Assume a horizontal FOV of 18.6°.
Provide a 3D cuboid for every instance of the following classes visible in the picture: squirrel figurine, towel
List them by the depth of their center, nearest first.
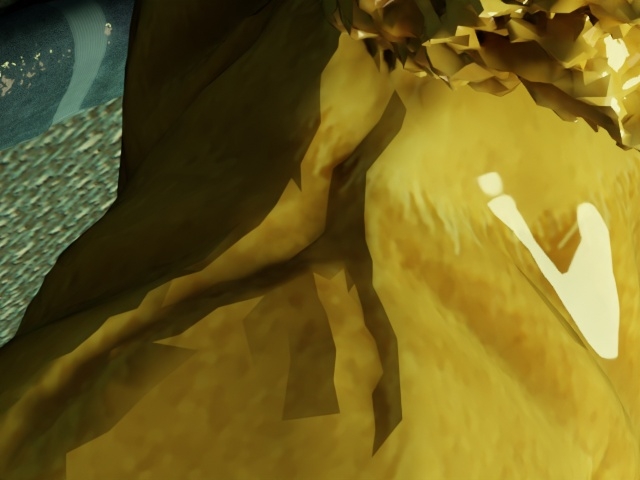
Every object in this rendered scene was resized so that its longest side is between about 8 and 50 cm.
[{"bbox_3d":[0.035,-0.044,0.435,0.370,0.281,0.397,-52,164,-45],"label":"squirrel figurine"},{"bbox_3d":[-0.098,-0.060,0.695,0.119,0.029,0.067,-28,164,-35],"label":"towel"}]
